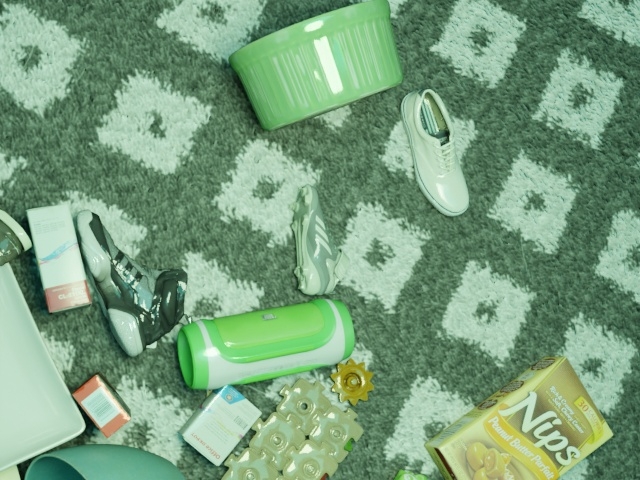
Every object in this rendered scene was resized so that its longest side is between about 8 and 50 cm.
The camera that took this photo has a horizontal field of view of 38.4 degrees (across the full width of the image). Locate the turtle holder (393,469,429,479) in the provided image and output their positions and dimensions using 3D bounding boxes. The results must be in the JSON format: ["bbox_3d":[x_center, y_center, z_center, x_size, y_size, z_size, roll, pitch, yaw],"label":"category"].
[{"bbox_3d":[0.103,0.556,1.588,0.227,0.243,0.320,39,85,10],"label":"turtle holder"}]

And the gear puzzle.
[{"bbox_3d":[-0.027,0.351,1.683,0.175,0.044,0.339,41,73,-5],"label":"gear puzzle"}]

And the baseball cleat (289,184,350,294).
[{"bbox_3d":[0.000,0.000,1.722,0.109,0.072,0.206,3,87,-28],"label":"baseball cleat"}]

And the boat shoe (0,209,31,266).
[{"bbox_3d":[-0.581,-0.041,1.529,0.227,0.081,0.068,35,62,21],"label":"boat shoe"}]

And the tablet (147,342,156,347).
[{"bbox_3d":[-0.317,0.149,1.648,0.054,0.006,0.083,8,81,-13],"label":"tablet"}]

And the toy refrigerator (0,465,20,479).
[{"bbox_3d":[-0.517,0.499,1.496,0.094,0.102,0.270,-15,87,-44],"label":"toy refrigerator"}]

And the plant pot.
[{"bbox_3d":[-0.322,0.452,1.496,0.195,0.290,0.290,-17,88,-45],"label":"plant pot"}]

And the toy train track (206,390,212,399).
[{"bbox_3d":[-0.201,0.249,1.662,0.048,0.014,0.083,3,89,-21],"label":"toy train track"}]

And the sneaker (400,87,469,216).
[{"bbox_3d":[0.224,-0.170,1.776,0.094,0.091,0.258,-23,89,-15],"label":"sneaker"}]

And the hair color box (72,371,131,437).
[{"bbox_3d":[-0.364,0.272,1.537,0.053,0.167,0.093,-39,93,-14],"label":"hair color box"}]

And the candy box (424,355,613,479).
[{"bbox_3d":[0.379,0.381,1.752,0.316,0.087,0.183,-32,92,-15],"label":"candy box"}]

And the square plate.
[{"bbox_3d":[-0.603,0.233,1.459,0.347,0.049,0.344,-25,75,-19],"label":"square plate"}]

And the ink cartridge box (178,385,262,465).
[{"bbox_3d":[-0.180,0.325,1.634,0.088,0.052,0.122,44,74,-13],"label":"ink cartridge box"}]

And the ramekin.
[{"bbox_3d":[0.001,-0.305,1.636,0.303,0.303,0.148,-22,97,-15],"label":"ramekin"}]

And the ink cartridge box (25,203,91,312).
[{"bbox_3d":[-0.446,0.034,1.565,0.072,0.127,0.175,-13,87,-16],"label":"ink cartridge box"}]

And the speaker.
[{"bbox_3d":[-0.095,0.182,1.624,0.296,0.131,0.131,-8,86,-22],"label":"speaker"}]

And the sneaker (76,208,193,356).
[{"bbox_3d":[-0.323,0.056,1.612,0.153,0.101,0.269,-22,88,-20],"label":"sneaker"}]
